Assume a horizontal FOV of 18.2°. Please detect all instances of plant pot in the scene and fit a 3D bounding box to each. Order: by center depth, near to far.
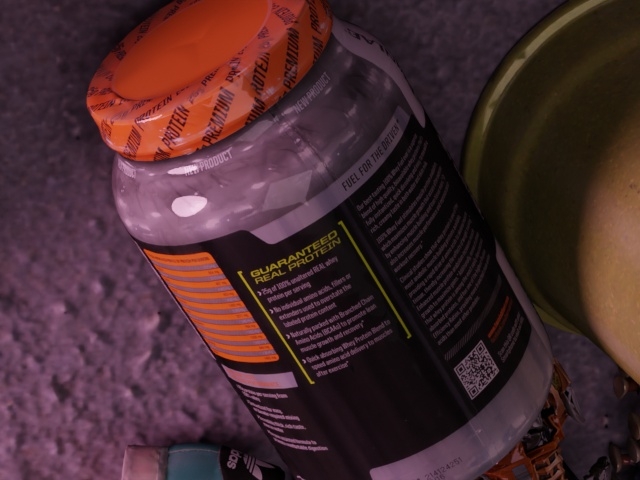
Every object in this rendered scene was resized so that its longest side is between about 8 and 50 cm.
[{"bbox_3d":[0.255,-0.002,1.258,0.276,0.254,0.276,-6,117,-11],"label":"plant pot"}]

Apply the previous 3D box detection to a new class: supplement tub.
[{"bbox_3d":[0.000,0.000,1.232,0.194,0.193,0.316,-30,120,2],"label":"supplement tub"}]

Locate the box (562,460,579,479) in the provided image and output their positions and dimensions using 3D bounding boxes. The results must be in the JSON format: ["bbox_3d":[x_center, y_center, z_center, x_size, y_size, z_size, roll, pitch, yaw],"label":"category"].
[{"bbox_3d":[0.162,0.234,1.482,0.116,0.029,0.162,-37,116,6],"label":"box"}]

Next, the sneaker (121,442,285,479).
[{"bbox_3d":[-0.078,0.287,1.377,0.121,0.108,0.302,1,106,1],"label":"sneaker"}]

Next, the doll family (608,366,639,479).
[{"bbox_3d":[0.273,0.160,1.447,0.111,0.076,0.193,-4,119,-11],"label":"doll family"}]

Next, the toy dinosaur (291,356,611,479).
[{"bbox_3d":[0.102,0.235,1.377,0.218,0.164,0.321,-1,82,-19],"label":"toy dinosaur"}]
